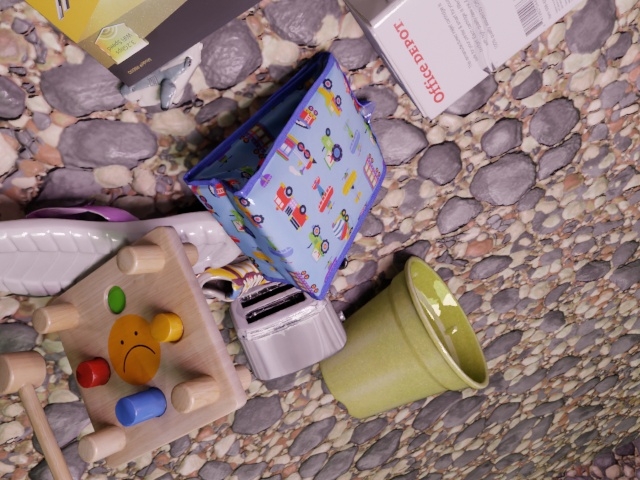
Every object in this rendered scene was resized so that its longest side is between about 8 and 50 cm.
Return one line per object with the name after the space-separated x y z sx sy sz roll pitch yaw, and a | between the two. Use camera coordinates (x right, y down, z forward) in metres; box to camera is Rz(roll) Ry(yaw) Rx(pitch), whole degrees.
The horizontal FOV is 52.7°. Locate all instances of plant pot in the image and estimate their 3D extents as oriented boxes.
0.144 0.212 1.251 0.253 0.276 0.276 -33 137 20 | plant pot

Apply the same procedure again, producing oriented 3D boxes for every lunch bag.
-0.008 -0.105 0.924 0.293 0.138 0.221 -52 132 -21 | lunch bag

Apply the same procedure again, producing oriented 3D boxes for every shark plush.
-0.189 -0.233 0.813 0.067 0.073 0.161 33 118 -10 | shark plush

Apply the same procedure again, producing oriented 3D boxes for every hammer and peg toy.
-0.277 0.176 0.882 0.361 0.266 0.127 -32 167 26 | hammer and peg toy

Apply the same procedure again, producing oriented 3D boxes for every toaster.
-0.069 0.152 1.165 0.226 0.129 0.147 -22 131 -5 | toaster

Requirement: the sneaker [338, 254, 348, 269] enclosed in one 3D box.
0.000 0.000 1.098 0.063 0.073 0.162 -43 134 14 | sneaker

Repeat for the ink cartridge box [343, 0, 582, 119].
0.192 -0.329 0.872 0.272 0.114 0.197 -38 136 8 | ink cartridge box

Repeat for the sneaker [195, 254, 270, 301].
-0.133 0.067 1.083 0.185 0.084 0.070 -1 129 -25 | sneaker

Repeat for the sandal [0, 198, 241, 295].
-0.313 -0.003 0.928 0.415 0.102 0.169 -2 146 -29 | sandal

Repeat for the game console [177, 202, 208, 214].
-0.145 -0.047 1.028 0.107 0.071 0.122 -57 138 -14 | game console

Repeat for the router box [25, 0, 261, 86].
-0.172 -0.323 0.649 0.308 0.081 0.243 -24 140 25 | router box
